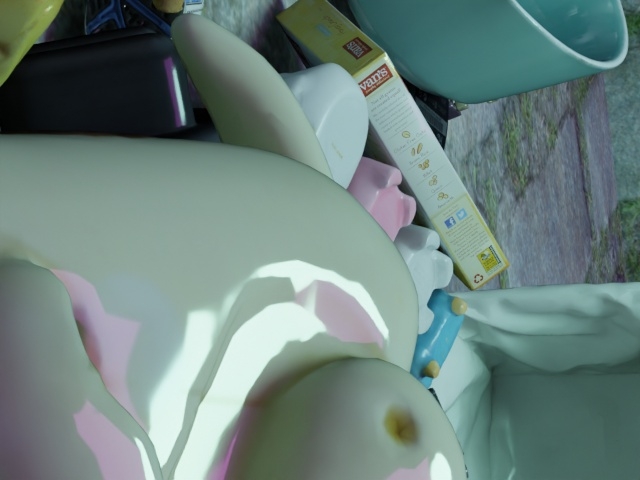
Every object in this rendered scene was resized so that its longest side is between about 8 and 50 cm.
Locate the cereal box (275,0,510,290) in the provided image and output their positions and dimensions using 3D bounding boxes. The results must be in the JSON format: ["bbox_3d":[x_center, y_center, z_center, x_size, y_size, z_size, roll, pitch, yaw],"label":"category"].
[{"bbox_3d":[0.060,-0.085,1.374,0.240,0.047,0.173,57,-4,-33],"label":"cereal box"}]

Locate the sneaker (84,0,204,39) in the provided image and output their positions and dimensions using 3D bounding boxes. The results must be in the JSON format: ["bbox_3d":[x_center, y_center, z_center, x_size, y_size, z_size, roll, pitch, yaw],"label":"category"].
[{"bbox_3d":[-0.115,-0.175,1.086,0.081,0.080,0.211,96,5,-53],"label":"sneaker"}]

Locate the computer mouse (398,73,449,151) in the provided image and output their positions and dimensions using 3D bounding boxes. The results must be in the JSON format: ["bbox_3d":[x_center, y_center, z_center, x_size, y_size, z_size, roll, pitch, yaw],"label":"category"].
[{"bbox_3d":[0.061,-0.067,1.571,0.184,0.060,0.262,20,71,-61],"label":"computer mouse"}]

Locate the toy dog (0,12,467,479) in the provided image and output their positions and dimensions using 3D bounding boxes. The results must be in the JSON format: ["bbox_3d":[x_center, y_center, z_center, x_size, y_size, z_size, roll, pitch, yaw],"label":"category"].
[{"bbox_3d":[-0.133,0.034,0.571,0.408,0.284,0.395,33,66,-38],"label":"toy dog"}]

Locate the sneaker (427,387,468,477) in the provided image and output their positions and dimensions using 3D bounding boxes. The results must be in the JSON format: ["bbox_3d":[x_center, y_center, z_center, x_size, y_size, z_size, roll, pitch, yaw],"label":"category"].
[{"bbox_3d":[0.053,0.236,1.416,0.299,0.112,0.121,87,-15,-48],"label":"sneaker"}]

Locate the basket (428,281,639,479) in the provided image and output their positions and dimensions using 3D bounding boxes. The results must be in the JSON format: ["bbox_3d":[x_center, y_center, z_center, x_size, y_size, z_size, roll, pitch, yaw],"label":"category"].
[{"bbox_3d":[0.272,0.235,1.710,0.266,0.331,0.328,52,39,-66],"label":"basket"}]

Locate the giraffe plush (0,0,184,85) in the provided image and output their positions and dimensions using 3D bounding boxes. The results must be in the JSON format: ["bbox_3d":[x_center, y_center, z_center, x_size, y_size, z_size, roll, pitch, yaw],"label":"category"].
[{"bbox_3d":[-0.164,-0.182,0.832,0.170,0.210,0.181,-126,-162,-69],"label":"giraffe plush"}]

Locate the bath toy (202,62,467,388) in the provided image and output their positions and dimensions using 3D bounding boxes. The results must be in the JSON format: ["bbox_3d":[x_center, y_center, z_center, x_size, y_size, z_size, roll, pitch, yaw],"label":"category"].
[{"bbox_3d":[0.000,0.000,1.279,0.151,0.129,0.348,-59,145,-26],"label":"bath toy"}]

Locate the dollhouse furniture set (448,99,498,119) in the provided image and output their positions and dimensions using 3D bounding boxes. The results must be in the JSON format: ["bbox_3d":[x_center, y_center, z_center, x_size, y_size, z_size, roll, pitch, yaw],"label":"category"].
[{"bbox_3d":[0.129,-0.189,1.753,0.114,0.091,0.081,30,43,-63],"label":"dollhouse furniture set"}]

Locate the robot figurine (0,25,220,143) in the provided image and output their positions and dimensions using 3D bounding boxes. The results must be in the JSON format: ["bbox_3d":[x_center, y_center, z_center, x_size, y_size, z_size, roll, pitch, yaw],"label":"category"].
[{"bbox_3d":[-0.111,0.027,0.900,0.209,0.174,0.278,-34,119,-60],"label":"robot figurine"}]

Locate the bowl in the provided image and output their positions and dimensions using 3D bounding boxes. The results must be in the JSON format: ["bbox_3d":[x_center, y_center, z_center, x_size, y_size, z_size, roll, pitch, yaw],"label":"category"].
[{"bbox_3d":[0.134,-0.254,1.547,0.311,0.163,0.311,36,36,-32],"label":"bowl"}]
